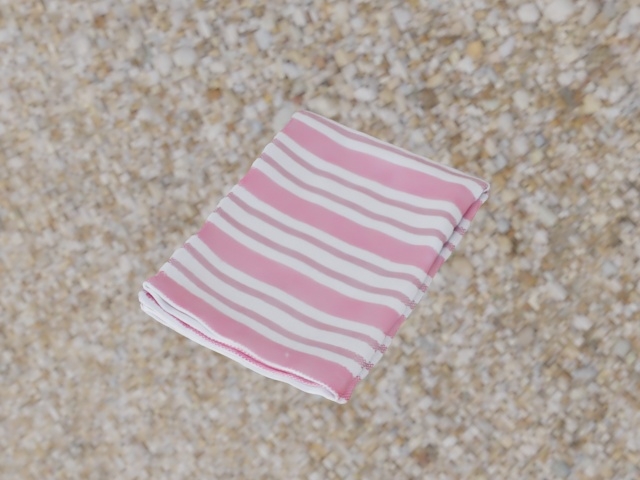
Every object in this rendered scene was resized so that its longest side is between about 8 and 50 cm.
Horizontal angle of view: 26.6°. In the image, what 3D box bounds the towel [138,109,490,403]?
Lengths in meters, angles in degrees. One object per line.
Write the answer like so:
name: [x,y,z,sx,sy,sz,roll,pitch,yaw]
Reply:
towel: [0.000,0.000,0.822,0.144,0.197,0.029,23,144,20]
